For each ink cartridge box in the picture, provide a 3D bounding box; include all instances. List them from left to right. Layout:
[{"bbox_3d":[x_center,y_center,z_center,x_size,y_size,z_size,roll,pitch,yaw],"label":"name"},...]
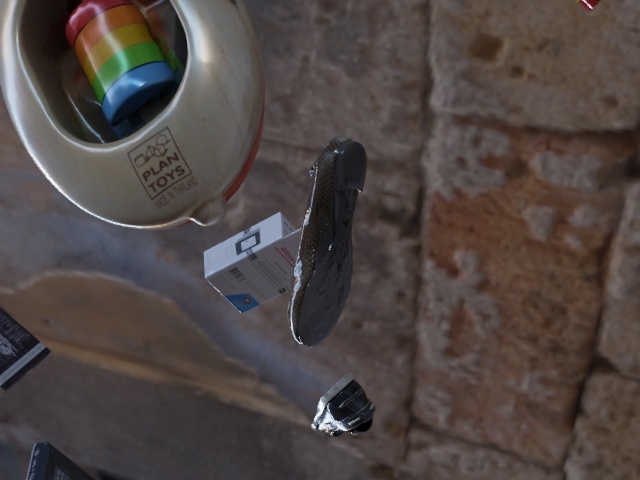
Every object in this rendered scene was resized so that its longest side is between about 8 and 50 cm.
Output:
[{"bbox_3d":[-0.076,0.028,2.083,0.104,0.180,0.060,48,-157,-39],"label":"ink cartridge box"}]

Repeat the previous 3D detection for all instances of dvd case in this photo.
[{"bbox_3d":[-0.524,0.128,2.038,0.018,0.221,0.164,-50,1,21],"label":"dvd case"}]

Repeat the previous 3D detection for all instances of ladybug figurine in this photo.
[{"bbox_3d":[-0.205,-0.194,1.563,0.162,0.305,0.449,31,-150,-62],"label":"ladybug figurine"}]

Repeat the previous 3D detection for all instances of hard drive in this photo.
[{"bbox_3d":[-0.259,0.279,1.403,0.135,0.022,0.094,54,-147,-48],"label":"hard drive"}]

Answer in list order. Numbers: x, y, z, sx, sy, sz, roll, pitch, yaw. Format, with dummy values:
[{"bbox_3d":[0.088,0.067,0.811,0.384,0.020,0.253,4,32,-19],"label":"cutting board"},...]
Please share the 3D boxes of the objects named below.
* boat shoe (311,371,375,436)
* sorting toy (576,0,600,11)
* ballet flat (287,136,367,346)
[{"bbox_3d":[0.039,0.271,2.076,0.084,0.079,0.233,-46,-10,-16],"label":"boat shoe"},{"bbox_3d":[0.302,-0.328,1.252,0.257,0.089,0.255,-48,-1,1],"label":"sorting toy"},{"bbox_3d":[0.000,0.000,1.599,0.084,0.058,0.250,7,-86,-53],"label":"ballet flat"}]
